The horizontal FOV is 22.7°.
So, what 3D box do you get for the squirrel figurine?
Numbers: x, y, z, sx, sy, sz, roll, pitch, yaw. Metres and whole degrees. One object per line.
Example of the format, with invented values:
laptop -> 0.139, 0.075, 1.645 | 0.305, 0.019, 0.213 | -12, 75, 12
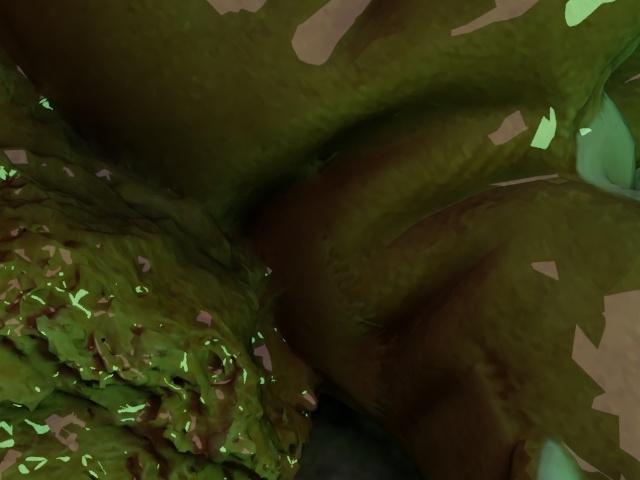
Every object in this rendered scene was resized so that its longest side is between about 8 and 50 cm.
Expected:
squirrel figurine -> 0.000, 0.000, 0.598 | 0.397, 0.281, 0.370 | -26, 74, -5
